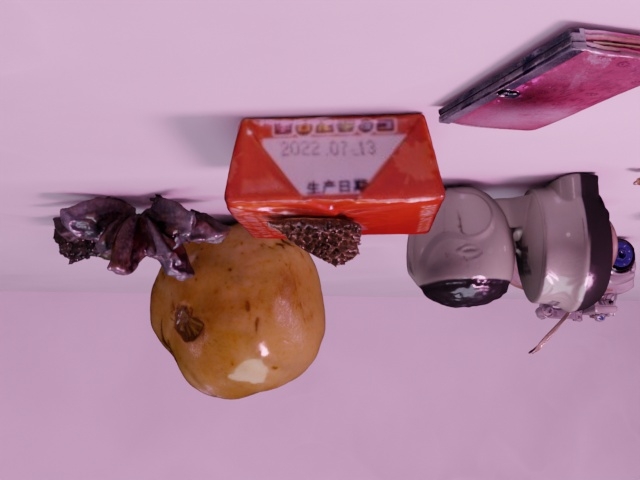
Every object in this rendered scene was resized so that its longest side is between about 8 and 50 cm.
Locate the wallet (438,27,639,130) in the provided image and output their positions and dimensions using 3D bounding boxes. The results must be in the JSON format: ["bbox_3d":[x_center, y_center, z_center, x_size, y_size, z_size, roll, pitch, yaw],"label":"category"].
[{"bbox_3d":[0.214,-0.141,0.803,0.119,0.025,0.232,1,172,-19],"label":"wallet"}]

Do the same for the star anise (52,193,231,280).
[{"bbox_3d":[-0.284,-0.008,1.351,0.282,0.129,0.212,10,176,1],"label":"star anise"}]

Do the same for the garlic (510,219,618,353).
[{"bbox_3d":[0.384,0.049,1.495,0.207,0.257,0.207,7,-153,-3],"label":"garlic"}]

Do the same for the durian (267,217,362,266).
[{"bbox_3d":[0.002,-0.010,0.957,0.130,0.052,0.066,10,-155,-40],"label":"durian"}]

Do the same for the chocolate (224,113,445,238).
[{"bbox_3d":[0.019,-0.067,1.010,0.234,0.108,0.237,-1,170,4],"label":"chocolate"}]

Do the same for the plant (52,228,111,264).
[{"bbox_3d":[-0.402,0.002,1.539,0.085,0.087,0.174,13,-173,26],"label":"plant"}]

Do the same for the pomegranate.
[{"bbox_3d":[-0.140,0.123,1.581,0.332,0.333,0.332,-1,172,0],"label":"pomegranate"}]

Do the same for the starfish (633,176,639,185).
[{"bbox_3d":[0.582,-0.081,1.189,0.295,0.048,0.231,4,-179,-17],"label":"starfish"}]

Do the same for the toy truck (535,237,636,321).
[{"bbox_3d":[0.571,0.088,1.882,0.213,0.177,0.161,1,170,-9],"label":"toy truck"}]

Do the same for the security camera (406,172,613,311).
[{"bbox_3d":[0.265,0.009,1.276,0.277,0.191,0.197,0,173,-1],"label":"security camera"}]
